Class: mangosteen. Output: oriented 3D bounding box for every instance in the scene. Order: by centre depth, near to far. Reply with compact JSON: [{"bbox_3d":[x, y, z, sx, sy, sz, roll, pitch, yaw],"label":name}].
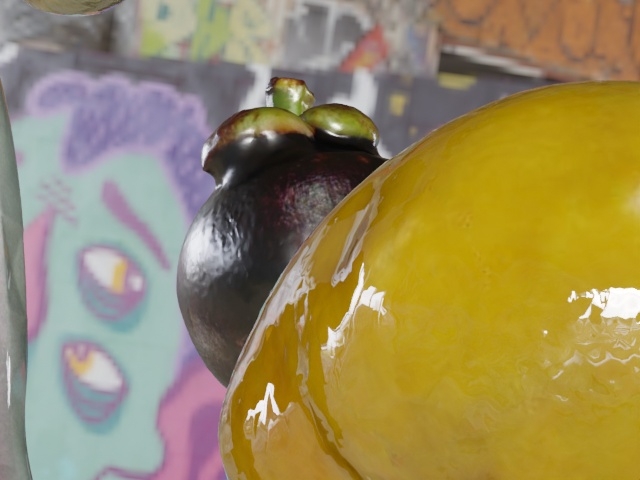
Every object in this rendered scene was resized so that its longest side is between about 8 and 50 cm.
[{"bbox_3d":[0.000,0.000,1.578,0.275,0.302,0.275,-12,-19,-4],"label":"mangosteen"}]

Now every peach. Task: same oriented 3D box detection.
[{"bbox_3d":[0.096,0.063,0.582,0.251,0.153,0.251,9,-45,9],"label":"peach"}]

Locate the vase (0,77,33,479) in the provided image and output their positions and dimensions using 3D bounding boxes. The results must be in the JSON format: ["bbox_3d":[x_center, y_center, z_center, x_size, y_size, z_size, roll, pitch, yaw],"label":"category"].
[{"bbox_3d":[-0.134,0.038,0.650,0.086,0.214,0.086,-14,-22,-6],"label":"vase"}]

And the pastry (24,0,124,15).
[{"bbox_3d":[-0.133,-0.172,0.825,0.156,0.092,0.156,40,-7,6],"label":"pastry"}]
